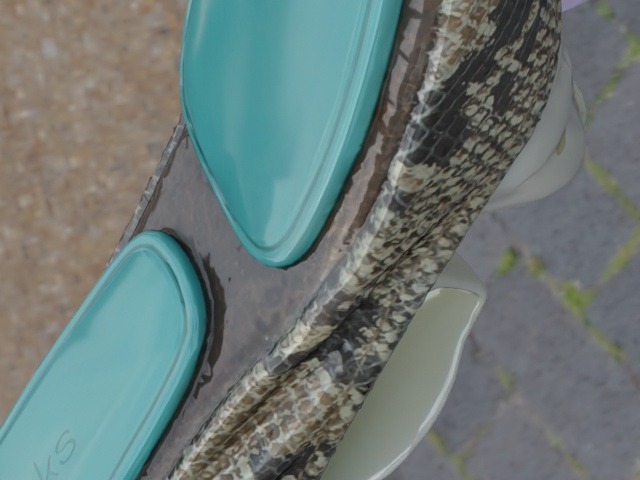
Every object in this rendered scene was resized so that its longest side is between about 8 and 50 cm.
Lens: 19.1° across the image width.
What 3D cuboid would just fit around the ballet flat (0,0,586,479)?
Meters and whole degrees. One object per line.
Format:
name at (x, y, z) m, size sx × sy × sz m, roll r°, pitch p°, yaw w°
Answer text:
ballet flat at (0.000, 0.000, 0.763) m, size 0.483 × 0.182 × 0.164 m, roll -64°, pitch 39°, yaw 33°

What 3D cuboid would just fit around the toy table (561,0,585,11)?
toy table at (0.077, -0.242, 0.984) m, size 0.252 × 0.161 × 0.274 m, roll -53°, pitch 23°, yaw 6°
